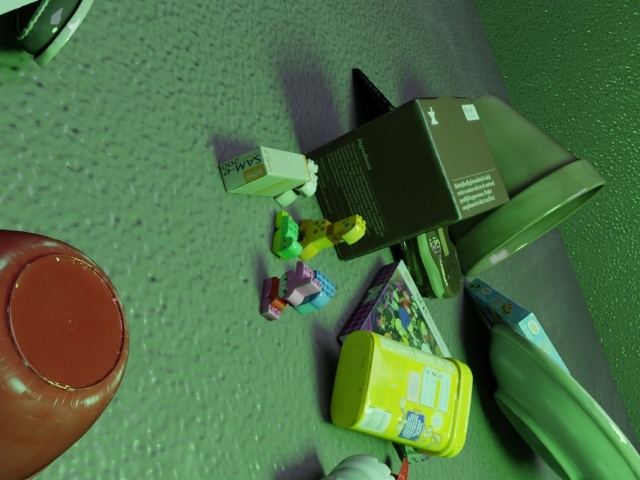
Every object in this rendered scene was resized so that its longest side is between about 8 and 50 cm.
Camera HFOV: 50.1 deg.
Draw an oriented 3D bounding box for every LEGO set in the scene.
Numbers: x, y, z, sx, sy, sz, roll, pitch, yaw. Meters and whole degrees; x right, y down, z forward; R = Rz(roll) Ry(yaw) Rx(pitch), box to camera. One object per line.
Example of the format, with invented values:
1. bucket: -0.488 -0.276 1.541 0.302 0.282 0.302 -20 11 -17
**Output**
1. LEGO set: 0.000 0.000 0.836 0.087 0.093 0.227 43 37 -40

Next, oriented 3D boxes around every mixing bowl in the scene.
1. mixing bowl: -0.192 0.064 0.444 0.181 0.098 0.181 42 37 -43

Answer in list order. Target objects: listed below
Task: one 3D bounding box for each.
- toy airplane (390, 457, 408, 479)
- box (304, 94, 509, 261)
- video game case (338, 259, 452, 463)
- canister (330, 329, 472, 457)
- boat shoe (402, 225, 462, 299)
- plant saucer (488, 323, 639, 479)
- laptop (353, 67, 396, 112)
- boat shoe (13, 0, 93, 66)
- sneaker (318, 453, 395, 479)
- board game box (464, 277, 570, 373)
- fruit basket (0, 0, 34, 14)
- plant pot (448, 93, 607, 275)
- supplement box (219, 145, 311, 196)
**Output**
1. toy airplane: 0.118 0.347 0.882 0.151 0.028 0.151 38 42 -44
2. box: 0.121 -0.088 0.971 0.168 0.203 0.167 -17 86 -51
3. video game case: 0.122 0.167 0.998 0.210 0.042 0.232 62 29 -11
4. canister: 0.101 0.190 0.849 0.170 0.073 0.126 24 67 -31
5. boat shoe: 0.156 -0.026 1.126 0.095 0.095 0.257 -13 93 -53
6. plant saucer: 0.426 0.336 1.261 0.400 0.100 0.400 51 -3 3
7. laptop: 0.124 -0.145 1.247 0.234 0.136 0.264 43 12 -41
8. boat shoe: -0.238 -0.242 0.596 0.068 0.081 0.228 38 34 -41
9. sneaker: 0.032 0.344 0.670 0.111 0.103 0.252 15 52 -52
10. board game box: 0.378 0.171 1.332 0.160 0.039 0.211 54 -3 -21
11. fruit basket: -0.289 -0.280 0.397 0.327 0.165 0.353 59 42 -19
12. plant pot: 0.355 -0.130 1.380 0.280 0.323 0.323 59 25 14
13. supplement box: -0.063 -0.080 0.811 0.098 0.062 0.036 0 73 -62
